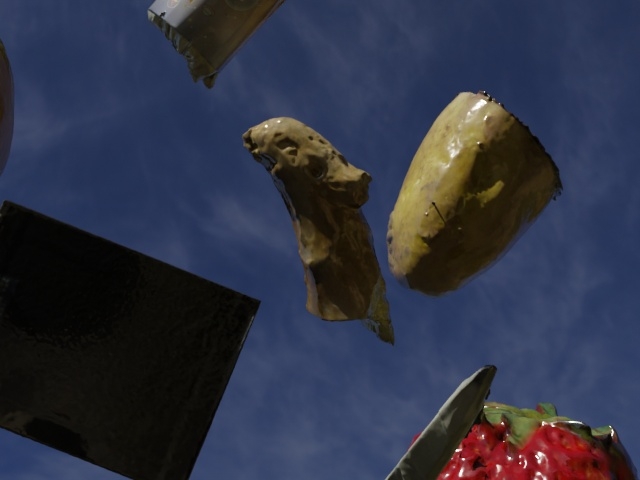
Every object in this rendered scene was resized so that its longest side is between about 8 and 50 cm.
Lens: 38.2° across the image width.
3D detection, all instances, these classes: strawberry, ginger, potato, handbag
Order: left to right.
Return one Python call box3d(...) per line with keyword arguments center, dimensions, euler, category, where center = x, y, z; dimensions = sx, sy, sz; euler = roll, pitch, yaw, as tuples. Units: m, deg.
box3d(center=(-0.124, -0.279, 1.096), dimensions=(0.117, 0.095, 0.173), euler=(40, -90, 8), category="handbag")
box3d(center=(0.005, 0.000, 0.482), dimensions=(0.044, 0.057, 0.137), euler=(-23, -77, -20), category="ginger")
box3d(center=(0.195, -0.042, 1.325), dimensions=(0.266, 0.229, 0.229), euler=(-51, -60, -7), category="potato")
box3d(center=(0.197, 0.307, 0.953), dimensions=(0.257, 0.257, 0.277), euler=(8, -95, 1), category="strawberry")

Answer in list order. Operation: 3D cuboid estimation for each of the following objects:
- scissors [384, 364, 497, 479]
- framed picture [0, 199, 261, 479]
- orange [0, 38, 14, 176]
box3d(center=(0.038, 0.180, 0.593), dimensions=(0.109, 0.022, 0.300), euler=(35, -57, 14), category="scissors")
box3d(center=(-0.274, 0.128, 1.113), dimensions=(0.338, 0.255, 0.014), euler=(22, -8, -4), category="framed picture")
box3d(center=(-0.329, -0.092, 0.564), dimensions=(0.278, 0.279, 0.235), euler=(1, -55, 0), category="orange")
